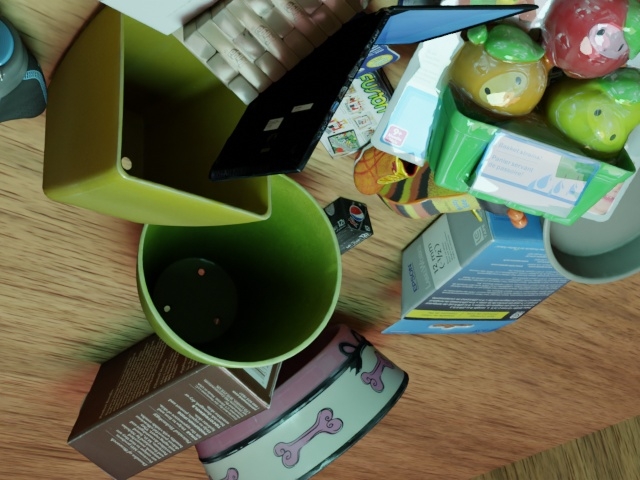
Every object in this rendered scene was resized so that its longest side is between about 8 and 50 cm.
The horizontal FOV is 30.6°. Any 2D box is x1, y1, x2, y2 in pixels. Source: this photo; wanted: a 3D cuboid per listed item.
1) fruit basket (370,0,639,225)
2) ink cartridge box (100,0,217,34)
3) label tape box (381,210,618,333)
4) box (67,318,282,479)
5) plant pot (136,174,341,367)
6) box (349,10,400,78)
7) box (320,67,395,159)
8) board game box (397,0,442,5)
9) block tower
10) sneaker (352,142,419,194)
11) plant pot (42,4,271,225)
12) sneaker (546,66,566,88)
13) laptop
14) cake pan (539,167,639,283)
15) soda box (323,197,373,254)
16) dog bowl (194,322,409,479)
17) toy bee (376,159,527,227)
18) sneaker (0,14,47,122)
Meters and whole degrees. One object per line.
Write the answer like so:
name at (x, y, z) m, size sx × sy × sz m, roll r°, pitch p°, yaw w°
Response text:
fruit basket at (0.272, -0.191, 1.307) m, size 0.327 × 0.165 × 0.353 m, roll 17°, pitch 129°, yaw -17°
ink cartridge box at (-0.185, -0.286, 1.032) m, size 0.082 × 0.139 × 0.191 m, roll -29°, pitch 149°, yaw 29°
label tape box at (0.275, 0.040, 1.918) m, size 0.249 × 0.115 × 0.348 m, roll 3°, pitch 152°, yaw -29°
box at (-0.240, 0.247, 1.980) m, size 0.381 × 0.191 × 0.143 m, roll -29°, pitch 119°, yaw 33°
plant pot at (-0.146, 0.063, 1.653) m, size 0.275 × 0.274 × 0.293 m, roll -2°, pitch 167°, yaw -19°
box at (-0.020, -0.217, 1.269) m, size 0.136 × 0.036 × 0.225 m, roll -21°, pitch 160°, yaw 25°
box at (0.033, -0.176, 1.464) m, size 0.114 × 0.036 × 0.207 m, roll -18°, pitch 153°, yaw 12°
board game box at (0.133, -0.272, 1.334) m, size 0.090 × 0.020 × 0.090 m, roll -7°, pitch 153°, yaw -8°
block tower at (0.013, -0.266, 1.077) m, size 0.335 × 0.097 × 0.091 m, roll -38°, pitch 118°, yaw 14°
sneaker at (0.092, -0.101, 1.521) m, size 0.064 × 0.067 × 0.175 m, roll -1°, pitch 153°, yaw -25°
plant pot at (-0.196, -0.121, 1.306) m, size 0.187 × 0.212 × 0.212 m, roll -18°, pitch 156°, yaw 40°
sneaker at (0.315, -0.221, 1.445) m, size 0.080 × 0.081 × 0.211 m, roll -7°, pitch 152°, yaw -7°
laptop at (0.042, -0.141, 1.136) m, size 0.136 × 0.264 × 0.234 m, roll 34°, pitch 167°, yaw -21°
cake pan at (0.444, -0.068, 1.715) m, size 0.293 × 0.054 × 0.293 m, roll -14°, pitch 130°, yaw -17°
soda box at (0.000, 0.000, 1.783) m, size 0.060 × 0.053 × 0.169 m, roll 14°, pitch 143°, yaw -41°
dog bowl at (-0.051, 0.301, 2.064) m, size 0.408 × 0.150 × 0.408 m, roll -35°, pitch -177°, yaw 2°
toy bee at (0.211, -0.086, 1.582) m, size 0.298 × 0.162 × 0.195 m, roll -30°, pitch 147°, yaw 32°
sneaker at (-0.458, -0.132, 1.246) m, size 0.341 × 0.125 × 0.139 m, roll -13°, pitch 159°, yaw 6°
